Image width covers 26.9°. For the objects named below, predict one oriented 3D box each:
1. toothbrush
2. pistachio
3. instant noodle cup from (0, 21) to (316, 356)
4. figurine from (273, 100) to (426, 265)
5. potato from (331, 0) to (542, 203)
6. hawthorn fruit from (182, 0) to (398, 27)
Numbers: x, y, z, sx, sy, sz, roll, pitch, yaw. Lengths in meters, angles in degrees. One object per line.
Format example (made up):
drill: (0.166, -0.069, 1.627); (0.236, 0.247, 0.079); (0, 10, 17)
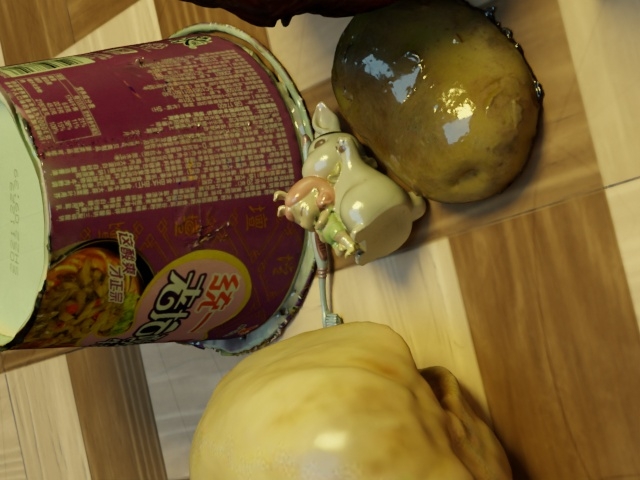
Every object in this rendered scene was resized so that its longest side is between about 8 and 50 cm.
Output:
toothbrush: (0.000, 0.000, 1.201); (0.019, 0.013, 0.193); (0, 102, 43)
pistachio: (0.017, 0.185, 1.068); (0.238, 0.229, 0.321); (-54, 26, -13)
instant noodle cup: (-0.202, -0.032, 1.252); (0.340, 0.266, 0.339); (13, 107, 47)
figurine: (0.009, -0.052, 1.128); (0.146, 0.098, 0.081); (48, 142, 31)
potato: (0.078, -0.115, 1.054); (0.200, 0.081, 0.164); (42, 125, 34)
hawthorn fruit: (-0.031, -0.338, 0.995); (0.285, 0.285, 0.368); (3, 91, 49)
